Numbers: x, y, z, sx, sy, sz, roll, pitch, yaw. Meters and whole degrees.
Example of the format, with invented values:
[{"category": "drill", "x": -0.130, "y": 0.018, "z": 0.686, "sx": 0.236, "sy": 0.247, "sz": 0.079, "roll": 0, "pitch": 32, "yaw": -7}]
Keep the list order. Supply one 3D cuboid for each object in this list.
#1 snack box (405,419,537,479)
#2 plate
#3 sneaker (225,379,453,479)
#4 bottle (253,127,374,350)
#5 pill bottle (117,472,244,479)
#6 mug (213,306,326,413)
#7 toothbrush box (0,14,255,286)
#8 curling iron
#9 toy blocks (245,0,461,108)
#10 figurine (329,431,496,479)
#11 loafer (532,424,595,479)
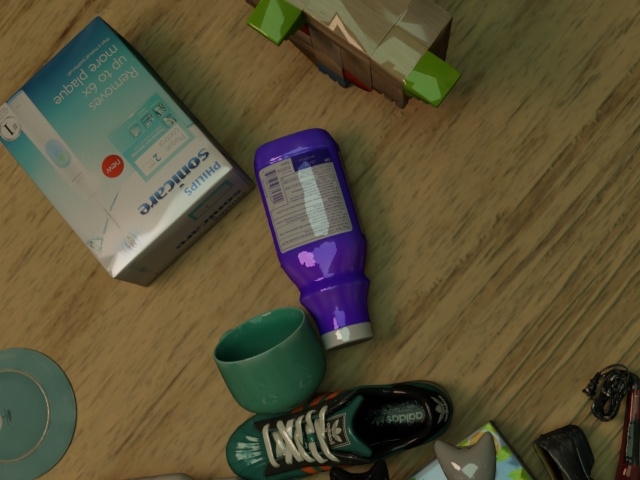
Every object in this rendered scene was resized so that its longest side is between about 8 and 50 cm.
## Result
[{"category": "snack box", "x": 0.201, "y": 0.353, "z": 1.247, "sx": 0.174, "sy": 0.070, "sz": 0.207, "roll": -36, "pitch": 78, "yaw": 5}, {"category": "plate", "x": -0.430, "y": 0.243, "z": 1.420, "sx": 0.188, "sy": 0.024, "sz": 0.188, "roll": -2, "pitch": 82, "yaw": 11}, {"category": "sneaker", "x": 0.014, "y": 0.234, "z": 1.278, "sx": 0.302, "sy": 0.121, "sz": 0.108, "roll": -17, "pitch": 78, "yaw": 9}, {"category": "bottle", "x": 0.000, "y": 0.000, "z": 1.331, "sx": 0.118, "sy": 0.092, "sz": 0.282, "roll": -19, "pitch": 78, "yaw": 9}, {"category": "pill bottle", "x": -0.207, "y": 0.365, "z": 1.299, "sx": 0.229, "sy": 0.131, "sz": 0.131, "roll": -9, "pitch": 80, "yaw": 10}, {"category": "mug", "x": -0.060, "y": 0.155, "z": 1.306, "sx": 0.130, "sy": 0.157, "sz": 0.097, "roll": -24, "pitch": 107, "yaw": 2}, {"category": "toothbrush box", "x": -0.269, "y": -0.117, "z": 1.390, "sx": 0.216, "sy": 0.126, "sz": 0.295, "roll": -42, "pitch": 77, "yaw": 3}, {"category": "curling iron", "x": 0.361, "y": 0.287, "z": 1.245, "sx": 0.068, "sy": 0.035, "sz": 0.273, "roll": -4, "pitch": 85, "yaw": 33}, {"category": "toy blocks", "x": 0.018, "y": -0.287, "z": 1.300, "sx": 0.381, "sy": 0.261, "sz": 0.190, "roll": 36, "pitch": 88, "yaw": 7}, {"category": "figurine", "x": 0.131, "y": 0.340, "z": 1.181, "sx": 0.215, "sy": 0.092, "sz": 0.209, "roll": -18, "pitch": 79, "yaw": 10}, {"category": "loafer", "x": 0.305, "y": 0.308, "z": 1.224, "sx": 0.061, "sy": 0.062, "sz": 0.170, "roll": -9, "pitch": 63, "yaw": -22}]
